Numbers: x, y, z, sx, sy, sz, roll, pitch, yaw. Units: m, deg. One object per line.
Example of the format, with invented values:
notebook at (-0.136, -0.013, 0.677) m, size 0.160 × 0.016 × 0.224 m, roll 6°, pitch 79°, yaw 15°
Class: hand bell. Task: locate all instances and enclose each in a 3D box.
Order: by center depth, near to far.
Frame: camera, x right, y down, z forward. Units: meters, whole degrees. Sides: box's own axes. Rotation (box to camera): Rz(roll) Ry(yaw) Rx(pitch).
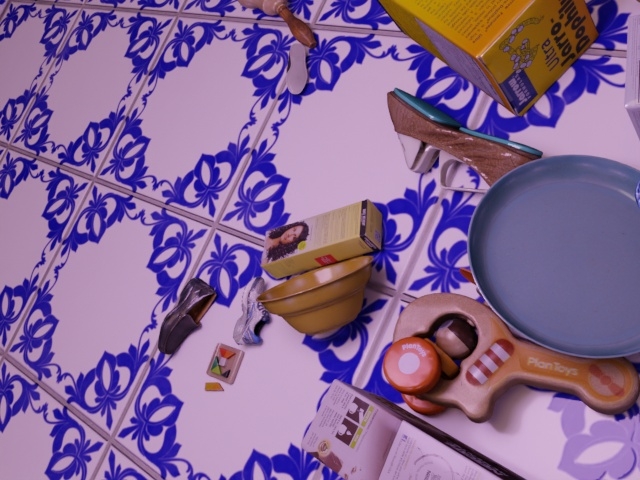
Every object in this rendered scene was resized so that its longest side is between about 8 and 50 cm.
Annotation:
hand bell at (-0.081, -0.516, 1.614) m, size 0.126 × 0.126 × 0.242 m, roll -43°, pitch 62°, yaw 12°

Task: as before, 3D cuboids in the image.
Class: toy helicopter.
toy helicopter at (0.279, 0.158, 1.041) m, size 0.355 × 0.140 × 0.235 m, roll 10°, pitch 66°, yaw 27°

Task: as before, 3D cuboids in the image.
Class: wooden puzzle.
wooden puzzle at (-0.187, 0.239, 1.382) m, size 0.078 × 0.014 × 0.116 m, roll 3°, pitch 71°, yaw 36°

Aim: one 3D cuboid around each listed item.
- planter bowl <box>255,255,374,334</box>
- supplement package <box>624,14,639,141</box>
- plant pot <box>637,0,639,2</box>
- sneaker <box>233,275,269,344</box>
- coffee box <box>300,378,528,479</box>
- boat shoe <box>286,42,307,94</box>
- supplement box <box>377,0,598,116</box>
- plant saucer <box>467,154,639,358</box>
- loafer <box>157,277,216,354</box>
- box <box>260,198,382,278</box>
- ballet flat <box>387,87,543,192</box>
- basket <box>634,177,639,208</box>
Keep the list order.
planter bowl at (0.005, 0.105, 1.228) m, size 0.217 × 0.217 × 0.090 m, roll -18°, pitch 95°, yaw 28°
supplement package at (0.538, -0.208, 0.956) m, size 0.203 × 0.194 × 0.149 m, roll -3°, pitch 68°, yaw 35°
plant pot at (0.540, -0.416, 1.123) m, size 0.081 × 0.083 × 0.082 m, roll 7°, pitch 73°, yaw 37°
sneaker at (-0.120, 0.137, 1.365) m, size 0.058 × 0.052 × 0.135 m, roll 6°, pitch 77°, yaw 24°
coffee box at (0.142, 0.326, 1.008) m, size 0.297 × 0.168 × 0.119 m, roll 23°, pitch 84°, yaw 40°
boat shoe at (-0.054, -0.368, 1.553) m, size 0.046 × 0.038 × 0.125 m, roll 1°, pitch 70°, yaw -9°
supplement box at (0.268, -0.415, 1.244) m, size 0.195 × 0.194 × 0.356 m, roll -47°, pitch 51°, yaw 9°
plant saucer at (0.366, 0.020, 1.002) m, size 0.317 × 0.044 × 0.318 m, roll -3°, pitch 62°, yaw 5°
loafer at (-0.273, 0.160, 1.451) m, size 0.061 × 0.062 × 0.170 m, roll 24°, pitch 86°, yaw 35°
box at (0.000, 0.000, 1.323) m, size 0.232 × 0.058 × 0.087 m, roll -17°, pitch 49°, yaw 28°
ballet flat at (0.222, -0.156, 1.229) m, size 0.342 × 0.116 × 0.124 m, roll 34°, pitch 110°, yaw 36°
basket at (0.506, -0.037, 0.822) m, size 0.201 × 0.289 × 0.255 m, roll -41°, pitch 63°, yaw 4°
